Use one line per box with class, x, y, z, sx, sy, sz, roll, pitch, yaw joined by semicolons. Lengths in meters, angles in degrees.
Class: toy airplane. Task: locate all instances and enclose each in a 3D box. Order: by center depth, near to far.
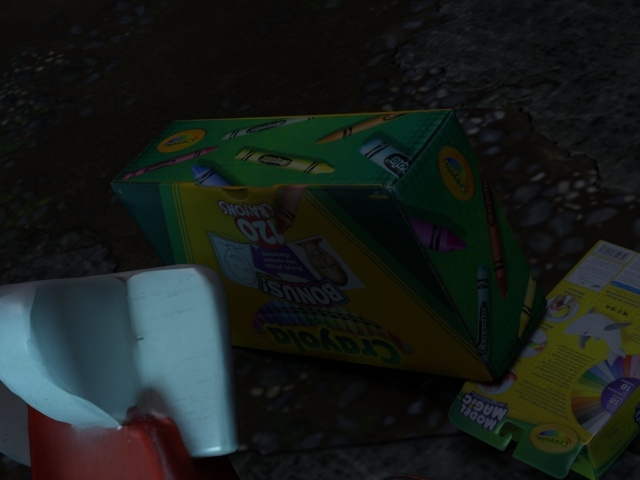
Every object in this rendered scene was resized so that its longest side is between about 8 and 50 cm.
toy airplane;-0.097;0.198;0.581;0.272;0.386;0.384;-30;36;18

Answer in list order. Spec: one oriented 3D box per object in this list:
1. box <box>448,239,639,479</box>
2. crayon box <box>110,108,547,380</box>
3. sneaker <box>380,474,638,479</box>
box;0.175;0.082;0.850;0.179;0.043;0.105;-41;41;-24
crayon box;0.000;0.000;0.906;0.278;0.165;0.081;3;43;45
sneaker;0.179;0.107;0.501;0.321;0.124;0.180;17;91;14
